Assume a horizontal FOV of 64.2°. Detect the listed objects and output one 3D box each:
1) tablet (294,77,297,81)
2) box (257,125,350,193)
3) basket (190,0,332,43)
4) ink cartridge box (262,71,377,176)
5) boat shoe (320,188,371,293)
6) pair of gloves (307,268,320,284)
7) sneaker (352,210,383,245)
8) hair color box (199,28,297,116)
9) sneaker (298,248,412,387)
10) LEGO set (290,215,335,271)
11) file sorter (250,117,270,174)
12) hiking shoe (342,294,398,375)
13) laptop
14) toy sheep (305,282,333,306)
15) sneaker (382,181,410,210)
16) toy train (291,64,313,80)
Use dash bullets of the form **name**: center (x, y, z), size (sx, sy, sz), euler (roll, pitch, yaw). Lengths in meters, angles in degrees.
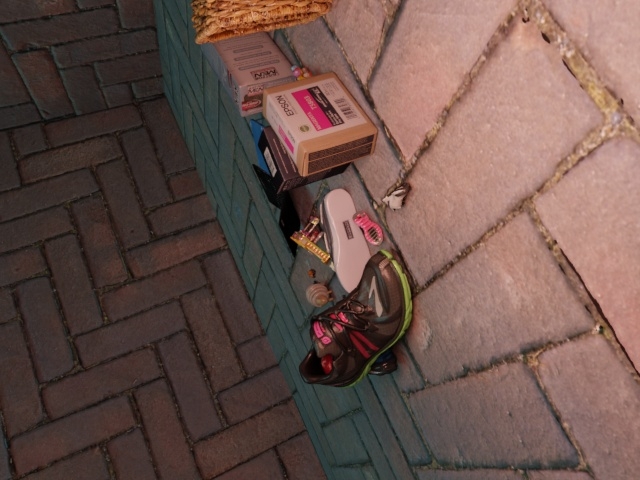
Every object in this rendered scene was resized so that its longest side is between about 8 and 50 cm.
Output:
- **tablet**: center (-0.053, -0.420, 1.462), size (0.054, 0.006, 0.083), euler (-5, -107, -78)
- **box**: center (-0.039, -0.233, 1.340), size (0.153, 0.207, 0.108), euler (69, 161, 8)
- **basket**: center (-0.129, -0.533, 1.155), size (0.213, 0.299, 0.223), euler (54, 153, 36)
- **ink cartridge box**: center (-0.005, -0.284, 1.221), size (0.234, 0.193, 0.088), euler (59, 158, 29)
- **boat shoe**: center (0.061, 0.005, 1.457), size (0.102, 0.108, 0.301), euler (172, 81, -70)
- **pair of gloves**: center (-0.022, 0.150, 1.972), size (0.083, 0.010, 0.074), euler (65, 159, 5)
- **sneaker**: center (0.131, -0.026, 1.350), size (0.119, 0.047, 0.057), euler (57, 179, 35)
- **hair color box**: center (-0.230, -0.555, 1.578), size (0.374, 0.186, 0.113), euler (58, 157, 31)
- **sneaker**: center (0.083, 0.237, 1.361), size (0.185, 0.202, 0.482), euler (53, 130, 41)
- **LEGO set**: center (0.000, 0.000, 1.687), size (0.132, 0.107, 0.287), euler (41, 175, -36)
- **file sorter**: center (-0.156, -0.327, 1.725), size (0.118, 0.105, 0.170), euler (43, 147, 55)
- **hiking shoe**: center (0.126, 0.291, 1.547), size (0.304, 0.113, 0.132), euler (39, 145, 56)
- **laptop**: center (-0.164, -0.105, 1.819), size (0.264, 0.136, 0.234), euler (35, 161, 28)
- **toy sheep**: center (-0.010, 0.197, 1.864), size (0.132, 0.091, 0.091), euler (37, 142, 58)
- **sneaker**: center (0.179, -0.098, 1.151), size (0.043, 0.040, 0.109), euler (53, 163, 1)
- **toy train**: center (-0.025, -0.414, 1.384), size (0.166, 0.046, 0.125), euler (60, -172, -1)
